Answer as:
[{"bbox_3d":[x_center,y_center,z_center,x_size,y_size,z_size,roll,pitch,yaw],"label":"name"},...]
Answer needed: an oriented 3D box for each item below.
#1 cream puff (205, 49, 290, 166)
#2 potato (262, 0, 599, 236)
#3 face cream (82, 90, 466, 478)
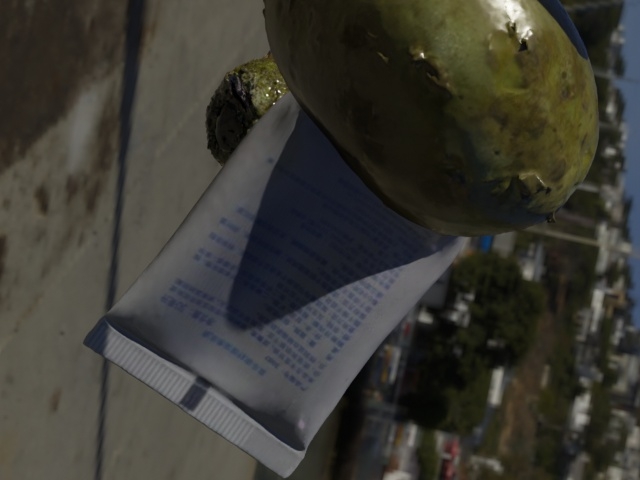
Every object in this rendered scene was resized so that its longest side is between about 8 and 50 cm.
[{"bbox_3d":[-0.044,-0.135,1.361,0.183,0.169,0.183,6,-83,54],"label":"cream puff"},{"bbox_3d":[0.063,-0.131,0.868,0.210,0.173,0.307,53,-2,-42],"label":"potato"},{"bbox_3d":[0.000,0.000,1.156,0.420,0.235,0.137,-52,-168,11],"label":"face cream"}]
